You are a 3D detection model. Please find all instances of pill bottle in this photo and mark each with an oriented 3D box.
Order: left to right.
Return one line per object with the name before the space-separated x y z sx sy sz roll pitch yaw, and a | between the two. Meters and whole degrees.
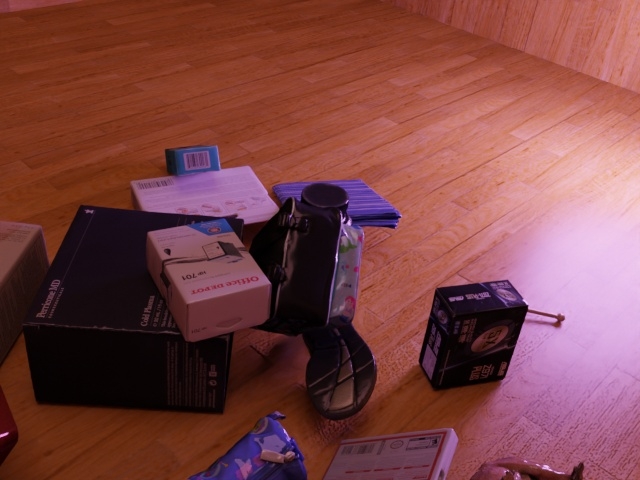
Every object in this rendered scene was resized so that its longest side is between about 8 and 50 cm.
pill bottle | 0.000 0.000 1.387 0.122 0.219 0.123 5 35 -3

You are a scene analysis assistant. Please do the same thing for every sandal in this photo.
sandal | 0.034 0.217 1.206 0.120 0.086 0.303 -13 22 0

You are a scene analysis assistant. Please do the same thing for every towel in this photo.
towel | 0.028 -0.086 1.610 0.243 0.040 0.336 -3 18 -11

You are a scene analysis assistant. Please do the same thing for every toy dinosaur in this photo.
toy dinosaur | 0.255 0.368 1.011 0.295 0.127 0.200 3 -4 -34

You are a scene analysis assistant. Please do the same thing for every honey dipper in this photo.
honey dipper | 0.428 0.146 1.426 0.160 0.030 0.030 14 35 3

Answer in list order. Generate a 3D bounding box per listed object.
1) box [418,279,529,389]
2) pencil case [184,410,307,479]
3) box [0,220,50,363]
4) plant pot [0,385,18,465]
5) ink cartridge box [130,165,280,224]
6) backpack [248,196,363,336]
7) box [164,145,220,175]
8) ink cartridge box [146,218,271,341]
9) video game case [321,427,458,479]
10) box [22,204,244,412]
box | 0.270 0.169 1.228 0.147 0.180 0.077 -4 35 -17
pencil case | -0.148 0.360 0.931 0.306 0.133 0.119 -27 80 -37
box | -0.593 0.109 1.196 0.121 0.148 0.311 6 34 1
plant pot | -0.554 0.246 0.878 0.235 0.267 0.267 -6 56 -49
ink cartridge box | -0.261 -0.071 1.576 0.296 0.066 0.261 -10 37 -23
backpack | -0.043 0.060 1.211 0.191 0.253 0.225 16 69 -23
box | -0.312 -0.195 1.656 0.100 0.060 0.244 -9 11 -17
ink cartridge box | -0.180 0.057 1.089 0.139 0.082 0.191 -12 38 -28
video game case | 0.061 0.373 0.938 0.204 0.025 0.285 -18 20 34
box | -0.305 0.109 1.215 0.312 0.179 0.343 6 35 -5
